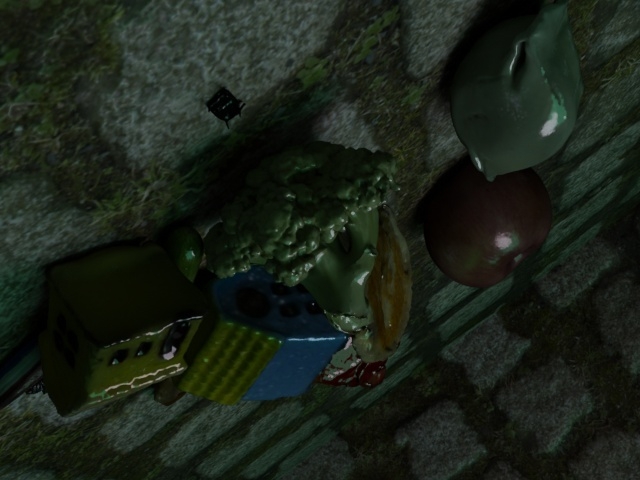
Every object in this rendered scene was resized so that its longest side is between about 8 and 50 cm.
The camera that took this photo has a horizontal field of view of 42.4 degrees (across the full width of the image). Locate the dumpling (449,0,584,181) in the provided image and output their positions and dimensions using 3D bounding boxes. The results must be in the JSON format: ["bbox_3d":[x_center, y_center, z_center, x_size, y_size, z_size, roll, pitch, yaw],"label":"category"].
[{"bbox_3d":[0.329,-0.269,1.413,0.211,0.270,0.320,7,160,-32],"label":"dumpling"}]

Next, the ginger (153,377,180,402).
[{"bbox_3d":[-0.302,0.281,1.696,0.069,0.051,0.173,-20,154,-46],"label":"ginger"}]

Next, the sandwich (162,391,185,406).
[{"bbox_3d":[-0.329,0.338,1.792,0.083,0.031,0.044,-13,144,-43],"label":"sandwich"}]

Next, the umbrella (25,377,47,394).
[{"bbox_3d":[-0.447,0.232,1.384,0.037,0.040,0.143,-41,159,33],"label":"umbrella"}]

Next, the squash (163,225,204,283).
[{"bbox_3d":[-0.236,0.057,1.332,0.066,0.066,0.229,-21,155,-36],"label":"squash"}]

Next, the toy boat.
[{"bbox_3d":[-0.445,0.186,1.291,0.229,0.046,0.080,-42,163,4],"label":"toy boat"}]

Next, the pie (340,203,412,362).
[{"bbox_3d":[0.103,0.073,1.610,0.077,0.339,0.339,-7,169,22],"label":"pie"}]

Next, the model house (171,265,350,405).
[{"bbox_3d":[-0.137,0.175,1.537,0.303,0.216,0.237,-3,142,-38],"label":"model house"}]

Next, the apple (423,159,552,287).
[{"bbox_3d":[0.379,-0.043,1.864,0.305,0.235,0.306,-34,158,-15],"label":"apple"}]

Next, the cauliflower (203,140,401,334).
[{"bbox_3d":[-0.014,-0.015,1.241,0.327,0.281,0.260,-36,155,12],"label":"cauliflower"}]

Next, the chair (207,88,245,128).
[{"bbox_3d":[-0.124,-0.175,1.086,0.037,0.042,0.086,-40,-166,9],"label":"chair"}]

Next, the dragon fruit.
[{"bbox_3d":[0.067,0.198,1.872,0.329,0.228,0.286,-47,155,26],"label":"dragon fruit"}]

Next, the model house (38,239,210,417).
[{"bbox_3d":[-0.306,0.144,1.224,0.193,0.175,0.234,-18,147,-42],"label":"model house"}]
